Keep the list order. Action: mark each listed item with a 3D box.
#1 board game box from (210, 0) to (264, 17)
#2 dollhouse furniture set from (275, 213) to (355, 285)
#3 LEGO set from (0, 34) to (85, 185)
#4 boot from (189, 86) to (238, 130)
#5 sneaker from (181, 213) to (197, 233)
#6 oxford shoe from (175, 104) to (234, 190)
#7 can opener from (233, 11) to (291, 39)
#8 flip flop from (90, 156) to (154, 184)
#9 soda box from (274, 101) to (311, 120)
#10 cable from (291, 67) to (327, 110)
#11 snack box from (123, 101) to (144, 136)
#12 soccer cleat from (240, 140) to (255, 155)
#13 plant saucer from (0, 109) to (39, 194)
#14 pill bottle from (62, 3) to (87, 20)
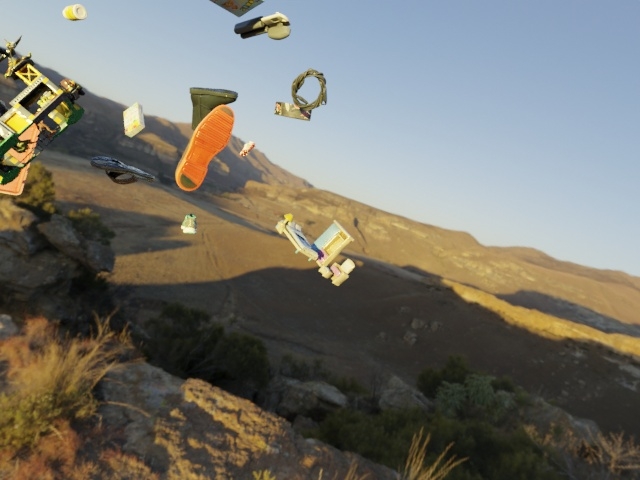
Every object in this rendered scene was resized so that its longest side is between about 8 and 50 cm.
[{"bbox_3d":[-0.351,-0.950,1.467,0.145,0.141,0.275,-10,-4,34],"label":"board game box"},{"bbox_3d":[0.000,0.000,1.810,0.303,0.198,0.286,35,12,-50],"label":"dollhouse furniture set"},{"bbox_3d":[-0.748,-0.305,0.957,0.192,0.331,0.255,42,-6,-14],"label":"LEGO set"},{"bbox_3d":[-0.489,-0.591,1.898,0.247,0.206,0.094,10,29,14],"label":"boot"},{"bbox_3d":[-0.536,-0.075,1.697,0.065,0.076,0.167,7,7,-26],"label":"sneaker"},{"bbox_3d":[-0.350,-0.281,1.205,0.097,0.271,0.098,32,4,-38],"label":"oxford shoe"},{"bbox_3d":[-0.242,-0.864,1.672,0.281,0.093,0.074,12,-4,35],"label":"can opener"},{"bbox_3d":[-0.769,-0.257,1.607,0.112,0.080,0.277,29,4,17],"label":"flip flop"},{"bbox_3d":[-0.122,-0.583,1.855,0.169,0.059,0.053,-2,19,-39],"label":"soda box"},{"bbox_3d":[-0.049,-0.630,1.709,0.151,0.047,0.184,-4,-36,4],"label":"cable"},{"bbox_3d":[-0.912,-0.590,2.006,0.100,0.141,0.037,-23,-24,21],"label":"snack box"},{"bbox_3d":[-0.307,-0.382,1.703,0.036,0.083,0.029,35,-23,20],"label":"soccer cleat"},{"bbox_3d":[-0.935,-0.253,1.117,0.260,0.258,0.048,10,-24,-25],"label":"plant saucer"},{"bbox_3d":[-1.161,-1.071,1.934,0.117,0.065,0.065,14,1,32],"label":"pill bottle"}]
